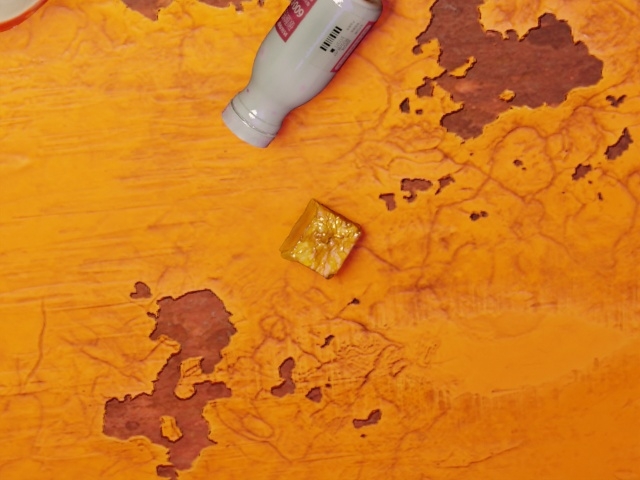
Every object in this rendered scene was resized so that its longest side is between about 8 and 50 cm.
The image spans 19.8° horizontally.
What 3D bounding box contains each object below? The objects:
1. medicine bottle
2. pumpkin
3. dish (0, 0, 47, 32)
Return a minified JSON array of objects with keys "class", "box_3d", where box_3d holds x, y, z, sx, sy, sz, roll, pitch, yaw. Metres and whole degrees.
[{"class":"medicine bottle","box_3d":[-0.025,-0.205,2.061,0.090,0.090,0.217,30,114,-20]},{"class":"pumpkin","box_3d":[0.000,0.000,2.206,0.074,0.054,0.083,32,92,-25]},{"class":"dish","box_3d":[-0.356,-0.353,1.912,0.256,0.117,0.256,7,126,10]}]
